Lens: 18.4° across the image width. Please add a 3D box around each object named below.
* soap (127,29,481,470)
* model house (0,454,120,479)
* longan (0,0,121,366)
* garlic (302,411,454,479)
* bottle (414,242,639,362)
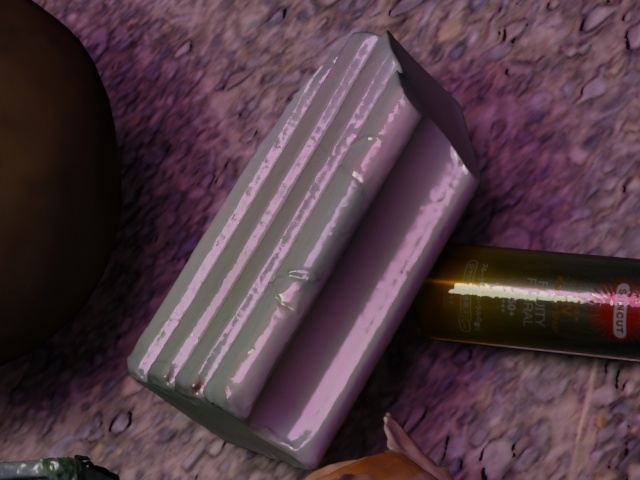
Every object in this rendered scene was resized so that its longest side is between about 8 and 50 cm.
[{"bbox_3d":[0.000,0.000,1.614,0.347,0.115,0.208,-60,27,-12],"label":"soap"},{"bbox_3d":[-0.240,0.263,1.635,0.148,0.119,0.149,-9,70,19],"label":"model house"},{"bbox_3d":[-0.356,-0.057,1.704,0.404,0.336,0.404,-5,54,7],"label":"longan"},{"bbox_3d":[0.022,0.304,1.462,0.313,0.286,0.249,-46,12,-10],"label":"garlic"},{"bbox_3d":[0.220,0.052,1.557,0.286,0.082,0.082,5,67,25],"label":"bottle"}]
